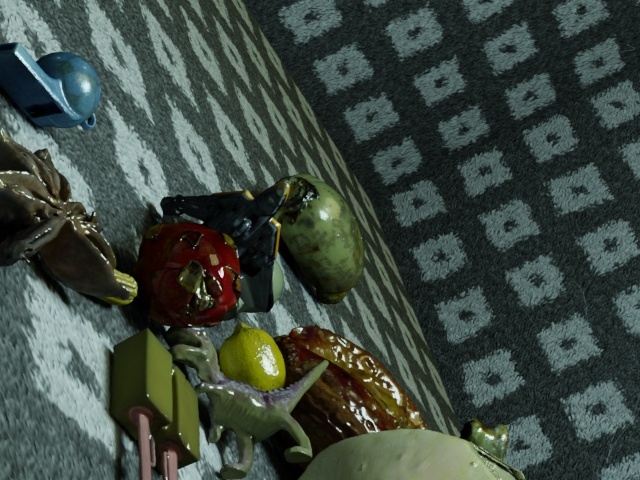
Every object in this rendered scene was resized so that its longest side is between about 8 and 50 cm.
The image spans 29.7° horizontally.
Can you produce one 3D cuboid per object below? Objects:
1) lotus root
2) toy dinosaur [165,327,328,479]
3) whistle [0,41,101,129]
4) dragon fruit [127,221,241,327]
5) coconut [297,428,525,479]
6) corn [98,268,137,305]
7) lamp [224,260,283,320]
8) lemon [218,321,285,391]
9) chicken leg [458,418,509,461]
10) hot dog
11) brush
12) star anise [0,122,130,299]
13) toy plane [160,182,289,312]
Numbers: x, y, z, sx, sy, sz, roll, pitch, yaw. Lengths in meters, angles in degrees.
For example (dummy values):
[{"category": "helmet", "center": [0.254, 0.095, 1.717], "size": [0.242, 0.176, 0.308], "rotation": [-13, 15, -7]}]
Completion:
[{"category": "lotus root", "center": [0.000, 0.000, 2.299], "size": [0.173, 0.173, 0.309], "rotation": [-107, 175, -46]}, {"category": "toy dinosaur", "center": [-0.062, 0.184, 1.401], "size": [0.251, 0.072, 0.200], "rotation": [11, 41, -29]}, {"category": "whistle", "center": [-0.287, -0.172, 1.285], "size": [0.158, 0.090, 0.090], "rotation": [54, 13, -43]}, {"category": "dragon fruit", "center": [-0.150, 0.045, 1.393], "size": [0.246, 0.125, 0.125], "rotation": [77, 5, -82]}, {"category": "coconut", "center": [0.105, 0.370, 1.283], "size": [0.353, 0.352, 0.352], "rotation": [61, 9, -17]}, {"category": "corn", "center": [-0.216, 0.044, 1.226], "size": [0.037, 0.037, 0.092], "rotation": [67, 8, 23]}, {"category": "lamp", "center": [-0.110, 0.070, 1.668], "size": [0.091, 0.091, 0.163], "rotation": [63, 25, -7]}, {"category": "lemon", "center": [-0.087, 0.156, 1.520], "size": [0.111, 0.082, 0.082], "rotation": [66, 9, 15]}, {"category": "chicken leg", "center": [0.175, 0.408, 1.828], "size": [0.361, 0.140, 0.212], "rotation": [132, -50, -64]}, {"category": "hot dog", "center": [0.053, 0.289, 1.646], "size": [0.388, 0.174, 0.267], "rotation": [64, 11, -5]}, {"category": "brush", "center": [-0.154, 0.195, 1.126], "size": [0.103, 0.047, 0.233], "rotation": [58, 12, -33]}, {"category": "star anise", "center": [-0.259, -0.026, 1.114], "size": [0.172, 0.063, 0.208], "rotation": [63, 11, 21]}, {"category": "toy plane", "center": [-0.099, -0.008, 1.461], "size": [0.204, 0.103, 0.316], "rotation": [46, -17, -3]}]
